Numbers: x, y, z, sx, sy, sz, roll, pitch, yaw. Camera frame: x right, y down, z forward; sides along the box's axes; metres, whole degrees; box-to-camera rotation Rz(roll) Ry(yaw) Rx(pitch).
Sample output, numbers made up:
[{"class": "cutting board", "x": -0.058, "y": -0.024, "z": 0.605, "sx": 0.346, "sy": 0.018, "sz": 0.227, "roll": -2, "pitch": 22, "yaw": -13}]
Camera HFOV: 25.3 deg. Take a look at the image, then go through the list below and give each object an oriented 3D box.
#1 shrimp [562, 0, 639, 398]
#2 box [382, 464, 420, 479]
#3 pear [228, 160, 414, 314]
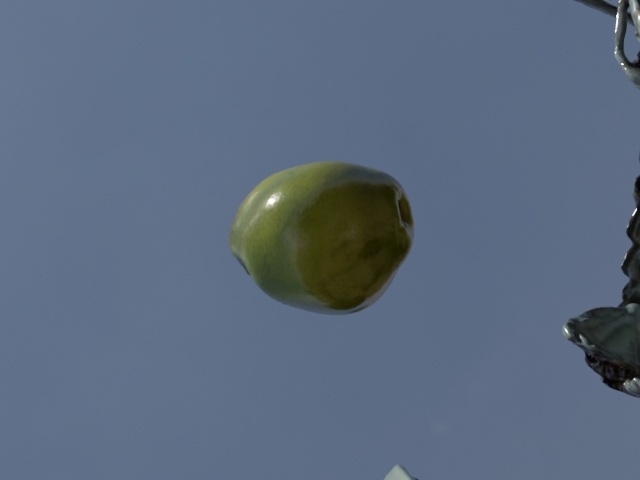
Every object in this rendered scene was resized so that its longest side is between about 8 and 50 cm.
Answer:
[{"class": "shrimp", "x": 0.225, "y": -0.115, "z": 0.817, "sx": 0.166, "sy": 0.221, "sz": 0.410, "roll": -12, "pitch": -68, "yaw": -47}, {"class": "box", "x": 0.092, "y": 0.300, "z": 0.927, "sx": 0.175, "sy": 0.312, "sz": 0.182, "roll": 41, "pitch": -93, "yaw": -18}, {"class": "pear", "x": 0.000, "y": 0.000, "z": 0.760, "sx": 0.092, "sy": 0.097, "sz": 0.092, "roll": 37, "pitch": -132, "yaw": -56}]
